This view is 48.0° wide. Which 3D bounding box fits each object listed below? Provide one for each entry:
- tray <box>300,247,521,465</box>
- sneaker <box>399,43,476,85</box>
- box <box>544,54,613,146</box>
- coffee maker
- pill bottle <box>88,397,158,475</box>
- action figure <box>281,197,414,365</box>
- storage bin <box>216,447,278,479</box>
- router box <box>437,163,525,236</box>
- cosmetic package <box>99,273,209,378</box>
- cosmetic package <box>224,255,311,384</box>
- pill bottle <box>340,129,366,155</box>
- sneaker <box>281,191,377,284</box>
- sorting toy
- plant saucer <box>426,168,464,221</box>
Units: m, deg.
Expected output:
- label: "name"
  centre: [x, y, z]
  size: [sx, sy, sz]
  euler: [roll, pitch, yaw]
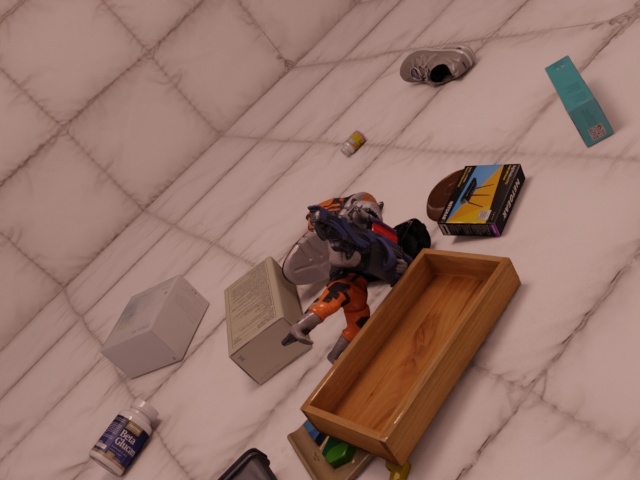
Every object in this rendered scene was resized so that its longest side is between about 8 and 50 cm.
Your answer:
- label: "tray"
  centre: [0.166, 0.186, 1.274]
  size: [0.203, 0.076, 0.411]
  euler: [6, 46, 48]
- label: "sneaker"
  centre: [0.338, -0.533, 2.221]
  size: [0.281, 0.105, 0.115]
  euler: [-1, 46, 53]
- label: "box"
  centre: [0.555, -0.306, 1.553]
  size: [0.060, 0.100, 0.244]
  euler: [-29, 28, 22]
- label: "coffee maker"
  centre: [0.139, 0.041, 1.579]
  size: [0.178, 0.120, 0.171]
  euler: [-13, 57, 47]
- label: "pill bottle"
  centre: [-0.468, 0.469, 1.730]
  size: [0.094, 0.094, 0.169]
  euler: [-7, 41, 50]
- label: "action figure"
  centre: [0.029, 0.055, 1.386]
  size: [0.178, 0.341, 0.330]
  euler: [5, 65, 45]
- label: "storage bin"
  centre: [-0.128, 0.460, 1.289]
  size: [0.135, 0.098, 0.091]
  euler: [-43, 53, -6]
- label: "router box"
  centre: [0.343, -0.087, 1.525]
  size: [0.133, 0.046, 0.179]
  euler: [2, 48, 38]
- label: "cosmetic package"
  centre: [-0.472, 0.246, 2.052]
  size: [0.224, 0.138, 0.225]
  euler: [-24, 31, 32]
- label: "cosmetic package"
  centre: [-0.133, 0.181, 1.710]
  size: [0.160, 0.113, 0.309]
  euler: [-37, 26, 9]
- label: "pill bottle"
  centre: [0.101, -0.304, 2.253]
  size: [0.083, 0.043, 0.043]
  euler: [-47, 26, -13]
- label: "sneaker"
  centre: [0.000, 0.000, 1.837]
  size: [0.321, 0.125, 0.180]
  euler: [-41, 19, -26]
- label: "sorting toy"
  centre: [0.068, 0.336, 1.258]
  size: [0.229, 0.041, 0.307]
  euler: [-43, 25, -5]
- label: "plant saucer"
  centre: [0.312, -0.113, 1.665]
  size: [0.168, 0.029, 0.168]
  euler: [-31, 27, 18]
